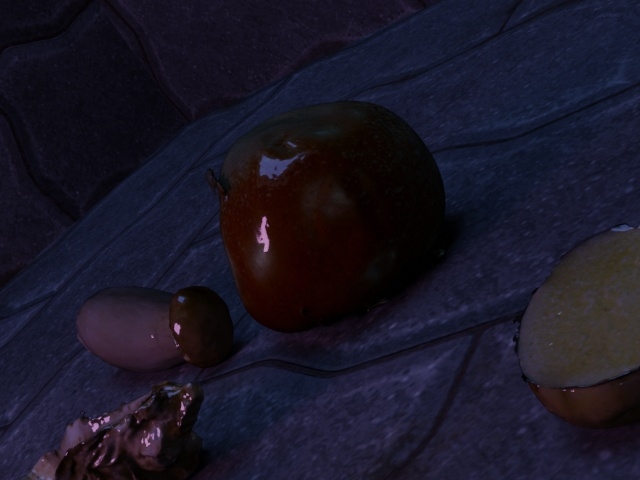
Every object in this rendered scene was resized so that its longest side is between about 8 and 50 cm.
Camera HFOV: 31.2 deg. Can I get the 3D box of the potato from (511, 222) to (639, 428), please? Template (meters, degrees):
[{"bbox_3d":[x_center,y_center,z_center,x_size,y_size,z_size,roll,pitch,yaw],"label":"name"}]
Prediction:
[{"bbox_3d":[0.239,0.073,0.901,0.164,0.081,0.200,-12,30,37],"label":"potato"}]

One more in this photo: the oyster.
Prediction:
[{"bbox_3d":[-0.234,0.249,1.288,0.341,0.110,0.166,-31,11,24],"label":"oyster"}]

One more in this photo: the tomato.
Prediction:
[{"bbox_3d":[-0.006,-0.039,1.409,0.303,0.239,0.303,-28,15,8],"label":"tomato"}]

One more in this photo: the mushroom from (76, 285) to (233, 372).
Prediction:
[{"bbox_3d":[-0.240,0.123,1.622,0.128,0.128,0.350,-45,21,-31],"label":"mushroom"}]
